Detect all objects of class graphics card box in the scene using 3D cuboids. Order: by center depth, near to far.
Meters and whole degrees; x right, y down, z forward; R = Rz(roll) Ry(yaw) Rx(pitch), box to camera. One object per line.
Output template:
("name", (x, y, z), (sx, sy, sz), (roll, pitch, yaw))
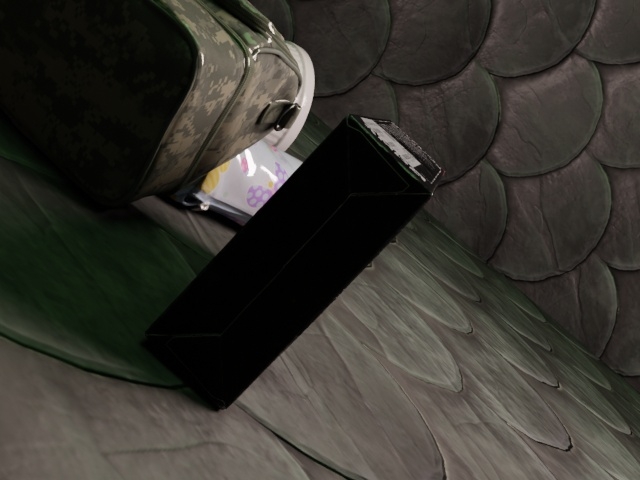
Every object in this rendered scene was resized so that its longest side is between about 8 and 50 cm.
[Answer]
("graphics card box", (0.000, 0.000, 0.896), (0.094, 0.233, 0.371), (44, 11, 1))

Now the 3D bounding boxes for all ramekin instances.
("ramekin", (-0.116, -0.234, 1.581), (0.109, 0.207, 0.207), (20, 21, -39))

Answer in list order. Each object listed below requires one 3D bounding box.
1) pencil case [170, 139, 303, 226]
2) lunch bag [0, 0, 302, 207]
("pencil case", (-0.080, -0.064, 1.222), (0.273, 0.113, 0.124), (27, 36, -49))
("lunch bag", (-0.188, -0.206, 1.022), (0.305, 0.213, 0.256), (41, 25, 14))
